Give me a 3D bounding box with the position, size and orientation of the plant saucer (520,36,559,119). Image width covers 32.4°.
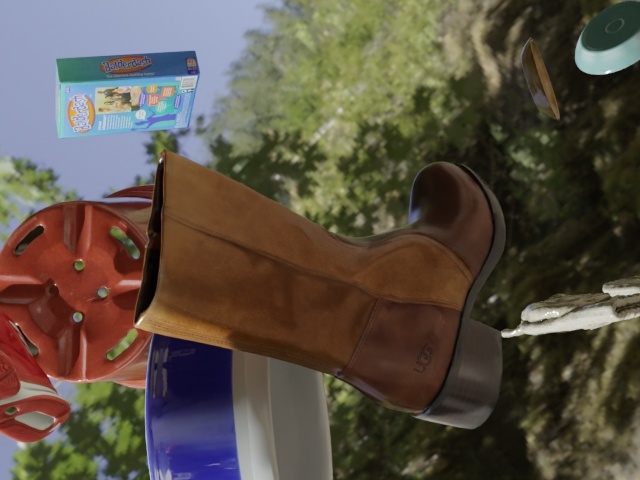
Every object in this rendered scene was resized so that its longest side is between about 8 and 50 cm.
[{"bbox_3d":[0.207,-0.151,1.046,0.083,0.015,0.083,-18,-90,-72],"label":"plant saucer"}]

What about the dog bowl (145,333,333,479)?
[{"bbox_3d":[-0.064,0.171,0.976,0.265,0.104,0.265,-8,-90,-81],"label":"dog bowl"}]

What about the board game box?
[{"bbox_3d":[-0.301,-0.224,1.698,0.210,0.160,0.047,-7,-114,-18],"label":"board game box"}]

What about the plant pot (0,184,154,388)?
[{"bbox_3d":[-0.245,0.059,1.326,0.272,0.272,0.265,51,-174,7],"label":"plant pot"}]

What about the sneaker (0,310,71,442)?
[{"bbox_3d":[-0.342,0.115,1.077,0.128,0.087,0.221,48,172,32],"label":"sneaker"}]

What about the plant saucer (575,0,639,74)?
[{"bbox_3d":[0.353,-0.248,1.310,0.021,0.119,0.119,46,-156,-33],"label":"plant saucer"}]

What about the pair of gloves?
[{"bbox_3d":[0.331,0.065,1.148,0.240,0.204,0.042,-11,-90,-28],"label":"pair of gloves"}]

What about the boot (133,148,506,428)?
[{"bbox_3d":[0.000,0.000,0.852,0.280,0.096,0.264,21,-127,-17],"label":"boot"}]
